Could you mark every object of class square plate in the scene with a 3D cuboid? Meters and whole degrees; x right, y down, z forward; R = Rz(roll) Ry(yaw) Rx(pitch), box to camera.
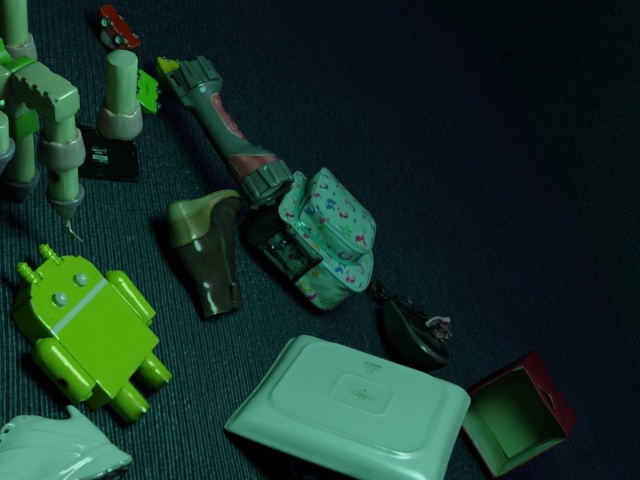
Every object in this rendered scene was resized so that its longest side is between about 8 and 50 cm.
[{"bbox_3d":[0.062,0.272,1.690,0.347,0.049,0.344,18,25,12],"label":"square plate"}]

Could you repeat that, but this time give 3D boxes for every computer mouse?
[{"bbox_3d":[0.185,0.199,2.159,0.188,0.072,0.272,35,13,-29],"label":"computer mouse"}]

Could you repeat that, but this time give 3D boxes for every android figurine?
[{"bbox_3d":[-0.325,0.126,1.439,0.273,0.056,0.248,53,27,-9],"label":"android figurine"}]

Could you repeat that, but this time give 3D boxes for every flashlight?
[{"bbox_3d":[-0.165,-0.206,1.897,0.304,0.103,0.103,59,16,13],"label":"flashlight"}]

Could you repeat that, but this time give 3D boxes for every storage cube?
[{"bbox_3d":[0.423,0.373,2.216,0.184,0.215,0.193,58,20,7],"label":"storage cube"}]

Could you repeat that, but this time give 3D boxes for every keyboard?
[{"bbox_3d":[-0.381,-0.148,1.700,0.192,0.038,0.100,4,79,-59],"label":"keyboard"}]

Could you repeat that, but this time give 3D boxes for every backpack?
[{"bbox_3d":[0.000,0.000,1.986,0.253,0.191,0.225,52,25,-18],"label":"backpack"}]

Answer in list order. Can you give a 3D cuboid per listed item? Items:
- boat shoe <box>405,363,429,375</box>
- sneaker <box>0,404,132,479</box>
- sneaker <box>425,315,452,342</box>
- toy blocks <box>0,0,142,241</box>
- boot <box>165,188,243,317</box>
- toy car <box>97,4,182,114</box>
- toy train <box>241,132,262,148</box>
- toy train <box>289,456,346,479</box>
[{"bbox_3d":[0.190,0.301,2.101,0.056,0.048,0.153,23,25,-4],"label":"boat shoe"},{"bbox_3d":[-0.355,0.276,1.188,0.129,0.111,0.297,46,19,17],"label":"sneaker"},{"bbox_3d":[0.271,0.207,2.343,0.119,0.047,0.057,7,64,-55],"label":"sneaker"},{"bbox_3d":[-0.448,-0.152,1.420,0.288,0.260,0.309,33,47,20],"label":"toy blocks"},{"bbox_3d":[-0.183,0.023,1.794,0.248,0.090,0.207,-23,93,-68],"label":"boot"},{"bbox_3d":[-0.339,-0.311,1.920,0.239,0.053,0.225,35,33,-34],"label":"toy car"},{"bbox_3d":[-0.168,-0.206,2.097,0.158,0.036,0.027,33,34,-37],"label":"toy train"},{"bbox_3d":[0.010,0.353,1.701,0.105,0.080,0.184,51,26,-22],"label":"toy train"}]
